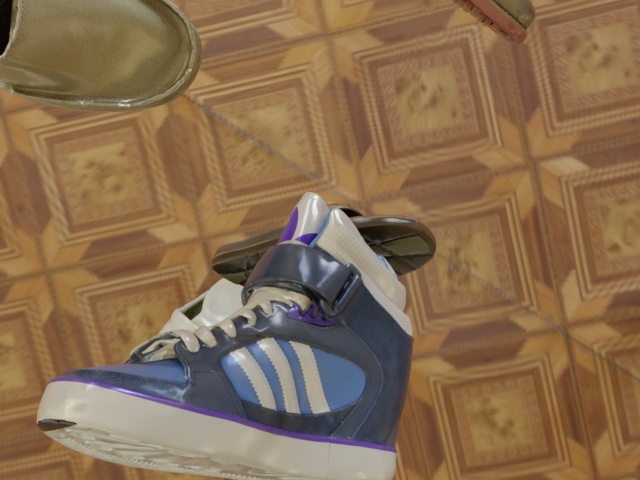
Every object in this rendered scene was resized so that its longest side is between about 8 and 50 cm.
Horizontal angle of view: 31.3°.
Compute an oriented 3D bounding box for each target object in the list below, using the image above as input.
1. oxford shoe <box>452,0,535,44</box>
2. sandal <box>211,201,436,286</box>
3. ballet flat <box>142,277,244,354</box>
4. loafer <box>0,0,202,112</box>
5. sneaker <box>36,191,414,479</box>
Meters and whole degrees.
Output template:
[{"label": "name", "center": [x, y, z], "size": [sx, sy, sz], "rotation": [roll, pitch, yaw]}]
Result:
[{"label": "oxford shoe", "center": [0.123, -0.357, 1.162], "size": [0.130, 0.123, 0.348], "rotation": [-39, 96, 5]}, {"label": "sandal", "center": [0.000, 0.000, 1.068], "size": [0.219, 0.060, 0.090], "rotation": [-10, 145, 29]}, {"label": "ballet flat", "center": [-0.076, 0.079, 1.315], "size": [0.139, 0.400, 0.139], "rotation": [6, 108, 20]}, {"label": "loafer", "center": [-0.197, -0.140, 0.751], "size": [0.268, 0.092, 0.102], "rotation": [9, 99, -28]}, {"label": "sneaker", "center": [-0.061, 0.066, 0.915], "size": [0.323, 0.130, 0.236], "rotation": [17, 68, -34]}]
